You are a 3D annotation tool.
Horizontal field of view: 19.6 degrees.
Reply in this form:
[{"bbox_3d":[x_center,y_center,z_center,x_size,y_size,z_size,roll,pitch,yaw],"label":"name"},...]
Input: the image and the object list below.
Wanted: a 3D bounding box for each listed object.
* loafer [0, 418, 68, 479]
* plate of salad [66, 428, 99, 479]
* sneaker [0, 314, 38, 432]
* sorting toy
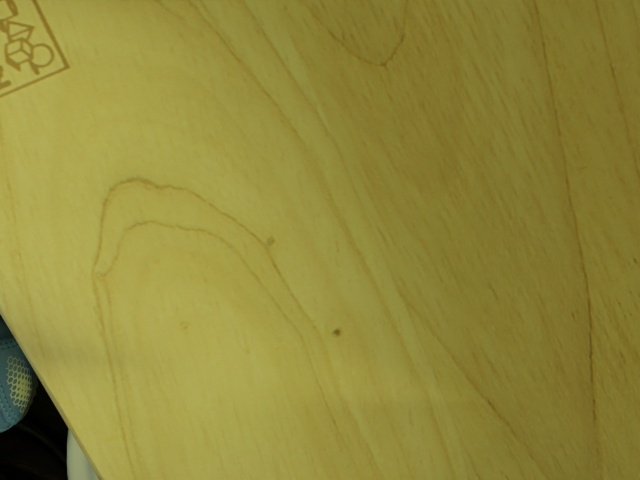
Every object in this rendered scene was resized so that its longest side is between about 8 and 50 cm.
[{"bbox_3d":[-0.214,0.131,0.930,0.109,0.095,0.302,-26,149,12],"label":"loafer"},{"bbox_3d":[-0.023,0.104,0.827,0.199,0.200,0.048,-12,180,25],"label":"plate of salad"},{"bbox_3d":[-0.252,0.026,0.719,0.129,0.147,0.330,-22,144,38],"label":"sneaker"},{"bbox_3d":[0.047,-0.030,0.471,0.255,0.089,0.257,-23,124,0],"label":"sorting toy"}]
